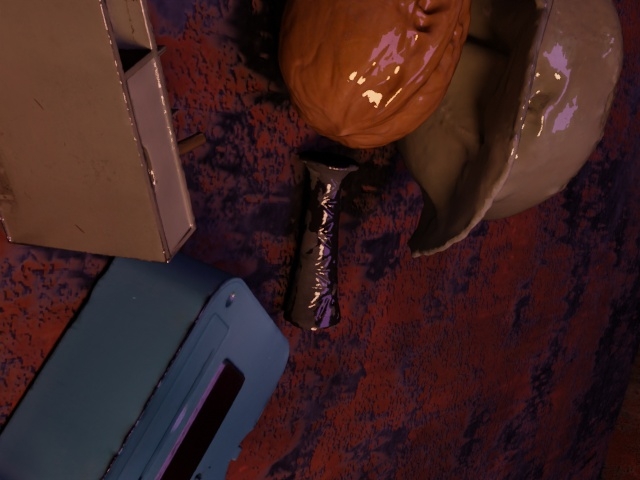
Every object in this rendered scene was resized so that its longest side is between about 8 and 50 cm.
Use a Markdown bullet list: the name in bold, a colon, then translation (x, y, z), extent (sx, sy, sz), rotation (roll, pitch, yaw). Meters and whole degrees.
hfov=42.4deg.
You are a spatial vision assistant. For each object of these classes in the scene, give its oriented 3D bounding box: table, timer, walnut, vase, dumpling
- **table**: translation (-0.143, -0.120, 0.492), extent (0.111, 0.121, 0.240), rotation (-59, 149, -50)
- **timer**: translation (-0.130, 0.146, 0.696), extent (0.232, 0.091, 0.250), rotation (-61, 157, -17)
- **walnut**: translation (0.045, -0.174, 0.688), extent (0.159, 0.159, 0.207), rotation (48, 57, -53)
- **vase**: translation (0.000, 0.000, 0.801), extent (0.059, 0.059, 0.167), rotation (-17, 119, -51)
- **dumpling**: translation (0.192, -0.157, 0.802), extent (0.211, 0.270, 0.321), rotation (-8, 91, -25)
